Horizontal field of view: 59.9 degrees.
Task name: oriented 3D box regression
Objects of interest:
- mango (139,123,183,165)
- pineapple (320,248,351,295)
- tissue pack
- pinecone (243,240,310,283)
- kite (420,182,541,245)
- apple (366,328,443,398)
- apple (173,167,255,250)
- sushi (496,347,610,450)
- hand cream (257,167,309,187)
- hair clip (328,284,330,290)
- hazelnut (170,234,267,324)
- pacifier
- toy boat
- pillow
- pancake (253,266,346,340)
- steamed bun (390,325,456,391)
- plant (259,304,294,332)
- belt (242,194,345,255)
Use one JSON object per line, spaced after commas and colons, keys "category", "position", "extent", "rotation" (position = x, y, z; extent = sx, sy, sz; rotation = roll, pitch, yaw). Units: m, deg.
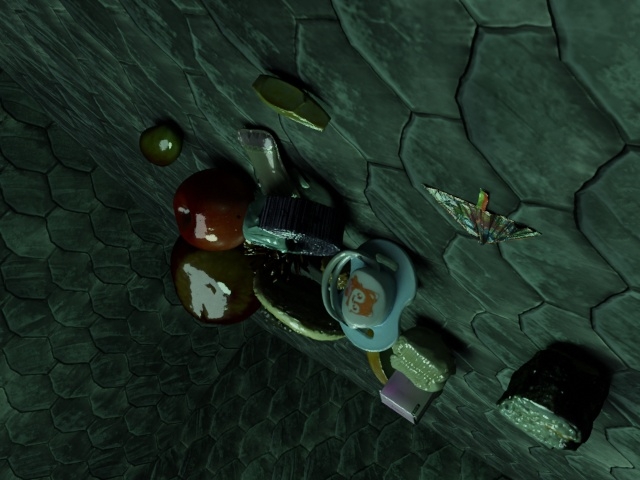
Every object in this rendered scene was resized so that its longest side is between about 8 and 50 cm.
{"category": "mango", "position": [-0.514, -0.305, 1.778], "extent": [0.133, 0.111, 0.267], "rotation": [53, 155, -11]}
{"category": "pineapple", "position": [0.076, 0.128, 1.721], "extent": [0.130, 0.119, 0.277], "rotation": [61, 175, 36]}
{"category": "tissue pack", "position": [0.324, 0.466, 1.858], "extent": [0.148, 0.246, 0.092], "rotation": [28, 156, 27]}
{"category": "pinecone", "position": [-0.140, 0.033, 1.768], "extent": [0.202, 0.201, 0.229], "rotation": [1, 121, 47]}
{"category": "kite", "position": [0.290, -0.043, 1.040], "extent": [0.241, 0.014, 0.183], "rotation": [31, 161, 24]}
{"category": "apple", "position": [0.282, 0.451, 2.020], "extent": [0.346, 0.179, 0.254], "rotation": [52, -160, -11]}
{"category": "apple", "position": [-0.323, -0.093, 1.697], "extent": [0.260, 0.216, 0.260], "rotation": [13, 107, 51]}
{"category": "sushi", "position": [0.557, 0.379, 1.328], "extent": [0.211, 0.171, 0.350], "rotation": [32, 161, 23]}
{"category": "hand cream", "position": [-0.105, -0.159, 1.467], "extent": [0.194, 0.042, 0.067], "rotation": [3, 134, 53]}
{"category": "hair clip", "position": [0.046, 0.155, 1.973], "extent": [0.030, 0.039, 0.115], "rotation": [34, 160, 0]}
{"category": "hazelnut", "position": [-0.370, 0.114, 2.147], "extent": [0.402, 0.402, 0.429], "rotation": [9, 124, 56]}
{"category": "pacifier", "position": [0.161, 0.135, 1.466], "extent": [0.233, 0.299, 0.244], "rotation": [1, -156, -45]}
{"category": "toy boat", "position": [-0.059, -0.268, 1.069], "extent": [0.172, 0.065, 0.066], "rotation": [34, -176, 15]}
{"category": "pillow", "position": [-0.130, -0.184, 1.395], "extent": [0.130, 0.038, 0.233], "rotation": [12, 140, 34]}
{"category": "pancake", "position": [-0.049, 0.207, 1.829], "extent": [0.382, 0.071, 0.382], "rotation": [24, -163, -8]}
{"category": "steamed bun", "position": [0.327, 0.354, 1.746], "extent": [0.218, 0.144, 0.211], "rotation": [36, 146, 7]}
{"category": "plant", "position": [-0.136, 0.256, 2.280], "extent": [0.213, 0.215, 0.312], "rotation": [33, 167, 3]}
{"category": "belt", "position": [-0.068, -0.031, 1.446], "extent": [0.260, 0.122, 0.325], "rotation": [10, 171, -2]}
